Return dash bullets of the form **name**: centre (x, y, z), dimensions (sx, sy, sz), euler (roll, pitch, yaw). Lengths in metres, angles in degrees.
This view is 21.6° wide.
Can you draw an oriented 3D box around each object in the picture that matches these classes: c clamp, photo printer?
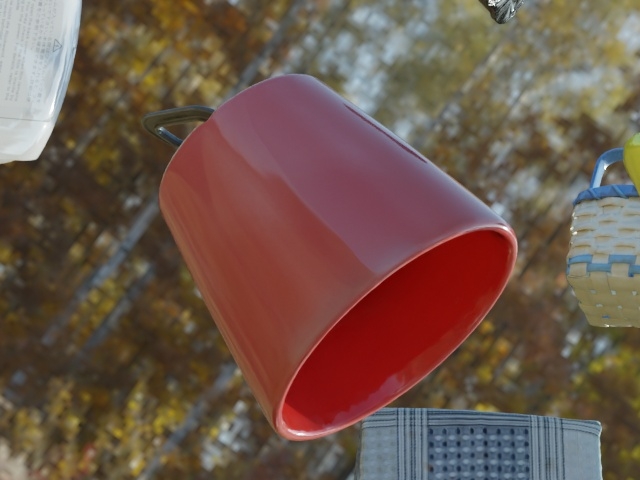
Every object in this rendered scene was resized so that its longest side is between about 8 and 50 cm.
- **c clamp**: centre (-0.135, -0.125, 2.036), dimensions (0.160, 0.022, 0.137), euler (-1, -24, 38)
- **photo printer**: centre (-0.350, -0.199, 1.558), dimensions (0.107, 0.256, 0.307), euler (17, 10, 34)

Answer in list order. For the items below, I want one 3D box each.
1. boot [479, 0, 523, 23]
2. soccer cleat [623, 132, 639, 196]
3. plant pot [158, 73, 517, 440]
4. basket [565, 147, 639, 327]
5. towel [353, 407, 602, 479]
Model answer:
- **boot**: centre (0.162, -0.286, 1.794), dimensions (0.099, 0.045, 0.121), euler (43, 8, 22)
- **soccer cleat**: centre (0.413, -0.011, 1.881), dimensions (0.289, 0.121, 0.093), euler (56, -13, 32)
- **plant pot**: centre (0.000, 0.000, 1.502), dimensions (0.243, 0.275, 0.275), euler (51, -7, 24)
- **basket**: centre (0.475, -0.015, 2.367), dimensions (0.254, 0.289, 0.201), euler (4, -34, 35)
- **towel**: centre (0.186, 0.343, 2.009), dimensions (0.312, 0.324, 0.056), euler (4, -35, 3)
